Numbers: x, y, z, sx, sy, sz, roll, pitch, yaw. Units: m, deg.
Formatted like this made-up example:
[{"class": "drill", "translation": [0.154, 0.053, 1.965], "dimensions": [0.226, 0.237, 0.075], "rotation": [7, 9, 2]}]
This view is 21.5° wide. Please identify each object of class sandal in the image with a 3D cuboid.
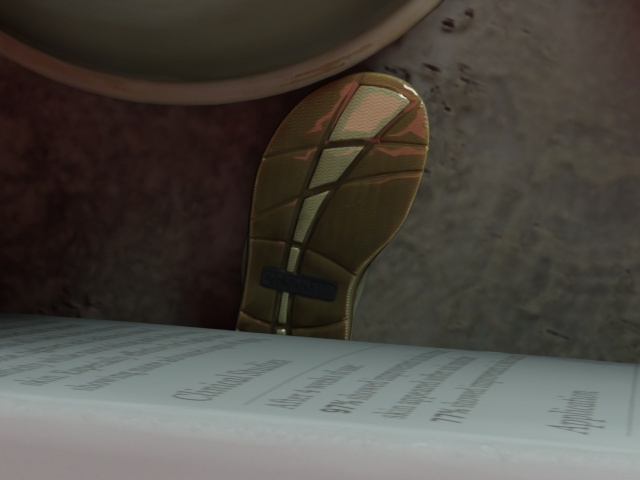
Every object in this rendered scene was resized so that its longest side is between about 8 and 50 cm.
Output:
[{"class": "sandal", "translation": [0.000, 0.000, 0.787], "dimensions": [0.072, 0.049, 0.180], "rotation": [16, 116, 1]}]

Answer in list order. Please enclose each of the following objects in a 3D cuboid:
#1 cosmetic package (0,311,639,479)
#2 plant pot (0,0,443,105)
[{"class": "cosmetic package", "translation": [-0.029, 0.203, 0.622], "dimensions": [0.394, 0.329, 0.327], "rotation": [4, 91, 12]}, {"class": "plant pot", "translation": [-0.053, -0.195, 0.624], "dimensions": [0.323, 0.280, 0.323], "rotation": [0, 102, -2]}]
